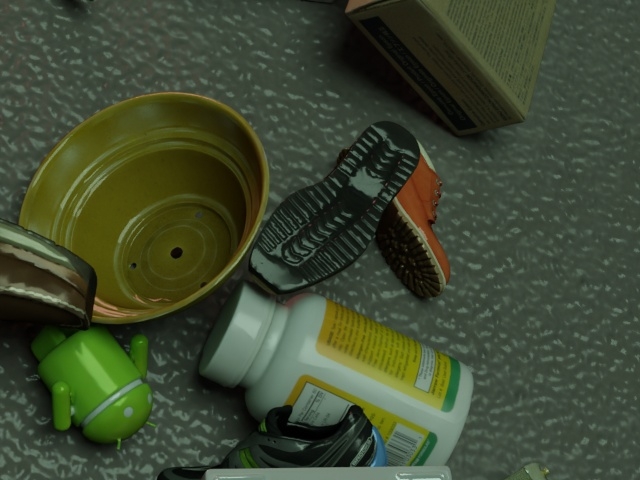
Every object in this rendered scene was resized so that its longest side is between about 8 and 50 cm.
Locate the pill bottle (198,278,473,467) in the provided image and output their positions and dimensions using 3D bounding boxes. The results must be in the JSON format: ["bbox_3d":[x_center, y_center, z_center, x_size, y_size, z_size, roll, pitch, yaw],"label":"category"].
[{"bbox_3d":[0.011,0.114,1.444,0.208,0.117,0.117,25,59,-9],"label":"pill bottle"}]

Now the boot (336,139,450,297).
[{"bbox_3d":[0.088,-0.026,1.579,0.085,0.059,0.158,-18,73,-33],"label":"boot"}]

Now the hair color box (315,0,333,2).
[{"bbox_3d":[-0.051,-0.272,1.616,0.167,0.093,0.053,6,65,-20],"label":"hair color box"}]

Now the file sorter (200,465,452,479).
[{"bbox_3d":[-0.004,0.327,1.304,0.193,0.173,0.277,2,65,-20],"label":"file sorter"}]

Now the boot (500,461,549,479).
[{"bbox_3d":[0.222,0.263,1.482,0.213,0.077,0.165,-8,55,-43],"label":"boot"}]

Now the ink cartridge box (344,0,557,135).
[{"bbox_3d":[0.134,-0.249,1.637,0.193,0.088,0.234,43,51,-36],"label":"ink cartridge box"}]

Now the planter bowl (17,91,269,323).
[{"bbox_3d":[-0.131,-0.008,1.438,0.217,0.090,0.217,-9,57,15],"label":"planter bowl"}]

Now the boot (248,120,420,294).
[{"bbox_3d":[0.000,0.000,1.480,0.077,0.137,0.198,45,57,6],"label":"boot"}]

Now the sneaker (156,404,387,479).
[{"bbox_3d":[-0.042,0.171,1.384,0.188,0.067,0.078,-14,101,12],"label":"sneaker"}]

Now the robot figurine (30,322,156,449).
[{"bbox_3d":[-0.180,0.113,1.396,0.101,0.067,0.115,-31,80,-44],"label":"robot figurine"}]

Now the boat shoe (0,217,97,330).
[{"bbox_3d":[-0.335,0.036,1.330,0.324,0.122,0.120,10,71,4],"label":"boat shoe"}]
